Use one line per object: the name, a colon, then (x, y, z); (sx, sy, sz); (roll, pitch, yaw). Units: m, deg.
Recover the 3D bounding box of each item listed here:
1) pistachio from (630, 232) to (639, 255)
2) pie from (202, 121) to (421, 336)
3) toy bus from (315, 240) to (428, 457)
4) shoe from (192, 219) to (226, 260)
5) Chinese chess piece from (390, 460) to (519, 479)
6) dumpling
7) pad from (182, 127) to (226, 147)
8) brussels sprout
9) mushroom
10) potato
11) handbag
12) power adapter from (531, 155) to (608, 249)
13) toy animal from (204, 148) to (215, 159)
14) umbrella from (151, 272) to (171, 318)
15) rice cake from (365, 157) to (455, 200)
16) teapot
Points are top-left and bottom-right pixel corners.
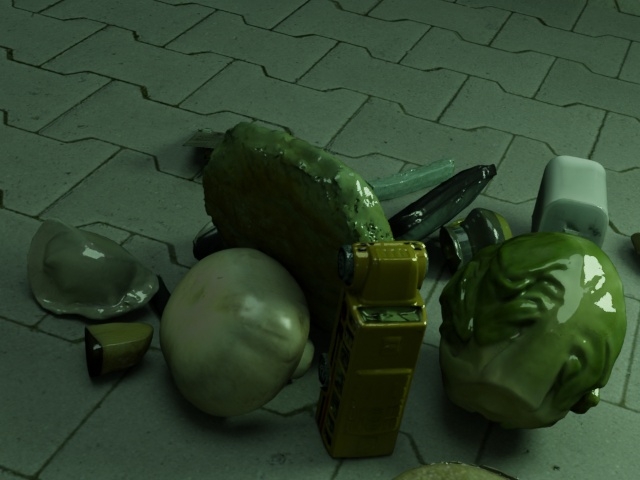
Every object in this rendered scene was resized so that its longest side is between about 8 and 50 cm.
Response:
pistachio: (0.692, 0.023, 2.136); (0.136, 0.135, 0.226); (-9, 28, -26)
pie: (-0.014, -0.019, 1.748); (0.395, 0.418, 0.180); (30, 65, 30)
toy bus: (0.073, 0.155, 1.565); (0.121, 0.335, 0.123); (0, 37, -13)
shoe: (-0.112, 0.010, 1.989); (0.227, 0.099, 0.112); (-12, 44, -31)
Chinese chess piece: (0.176, 0.401, 1.402); (0.270, 0.112, 0.270); (5, 32, -3)
dumpling: (-0.385, 0.060, 1.827); (0.229, 0.124, 0.151); (24, 72, 10)
pad: (-0.190, -0.210, 2.306); (0.160, 0.009, 0.265); (4, 12, 0)
brussels sprout: (0.313, 0.129, 1.701); (0.247, 0.328, 0.328); (29, 31, -8)
mushroom: (-0.113, 0.148, 1.685); (0.254, 0.234, 0.260); (-2, 60, 44)
potato: (-0.305, 0.168, 1.707); (0.103, 0.066, 0.096); (-5, 20, -18)
handbag: (0.196, -0.050, 2.083); (0.332, 0.191, 0.075); (-29, 82, -45)
power adapter: (0.461, -0.021, 2.080); (0.124, 0.187, 0.255); (12, 32, 7)
toy animal: (-0.131, -0.172, 2.297); (0.181, 0.073, 0.136); (-18, 30, -31)
umbrella: (-0.267, 0.097, 1.865); (0.036, 0.031, 0.133); (-7, 34, -26)
rice cake: (0.188, -0.126, 2.318); (0.245, 0.045, 0.042); (-19, 38, -36)
teapot: (0.283, 0.000, 2.073); (0.119, 0.130, 0.165); (-14, 25, -9)
